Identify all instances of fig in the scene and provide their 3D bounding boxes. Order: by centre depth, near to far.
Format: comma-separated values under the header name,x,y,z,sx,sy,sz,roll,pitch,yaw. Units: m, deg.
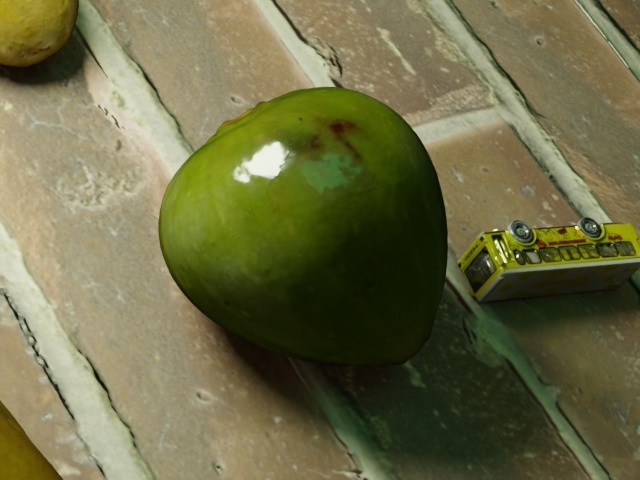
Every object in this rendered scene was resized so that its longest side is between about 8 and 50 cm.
name,x,y,z,sx,sy,sz,roll,pitch,yaw
fig,0.000,0.000,1.586,0.316,0.316,0.316,12,50,-15

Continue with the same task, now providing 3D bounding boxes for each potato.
name,x,y,z,sx,sy,sz,roll,pitch,yaw
potato,-0.356,-0.274,1.731,0.203,0.178,0.158,-26,90,-50

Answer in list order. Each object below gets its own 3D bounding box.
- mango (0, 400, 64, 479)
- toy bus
name,x,y,z,sx,sy,sz,roll,pitch,yaw
mango,-0.398,0.197,1.281,0.446,0.232,0.300,37,44,-8
toy bus,0.277,0.023,1.822,0.226,0.081,0.074,-3,60,-30
